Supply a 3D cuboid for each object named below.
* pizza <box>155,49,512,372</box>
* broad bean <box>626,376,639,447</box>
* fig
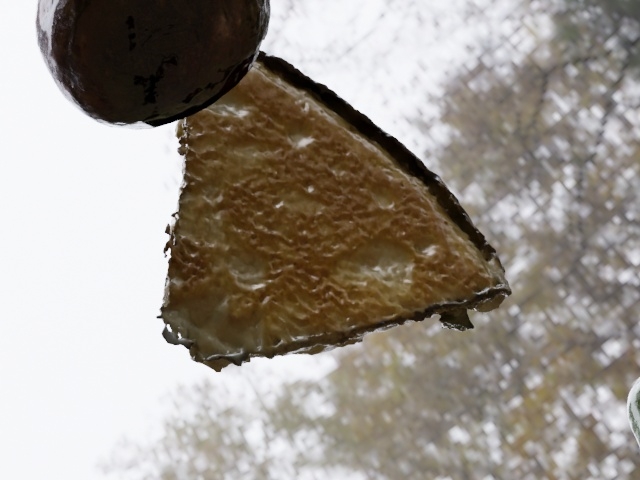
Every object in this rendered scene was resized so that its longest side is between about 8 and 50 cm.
[{"bbox_3d":[0.016,-0.019,1.786,0.392,0.435,0.080,13,-39,-17],"label":"pizza"},{"bbox_3d":[0.370,0.256,1.801,0.098,0.318,0.056,-16,-43,25],"label":"broad bean"},{"bbox_3d":[-0.128,-0.212,1.308,0.186,0.204,0.249,17,-37,6],"label":"fig"}]
